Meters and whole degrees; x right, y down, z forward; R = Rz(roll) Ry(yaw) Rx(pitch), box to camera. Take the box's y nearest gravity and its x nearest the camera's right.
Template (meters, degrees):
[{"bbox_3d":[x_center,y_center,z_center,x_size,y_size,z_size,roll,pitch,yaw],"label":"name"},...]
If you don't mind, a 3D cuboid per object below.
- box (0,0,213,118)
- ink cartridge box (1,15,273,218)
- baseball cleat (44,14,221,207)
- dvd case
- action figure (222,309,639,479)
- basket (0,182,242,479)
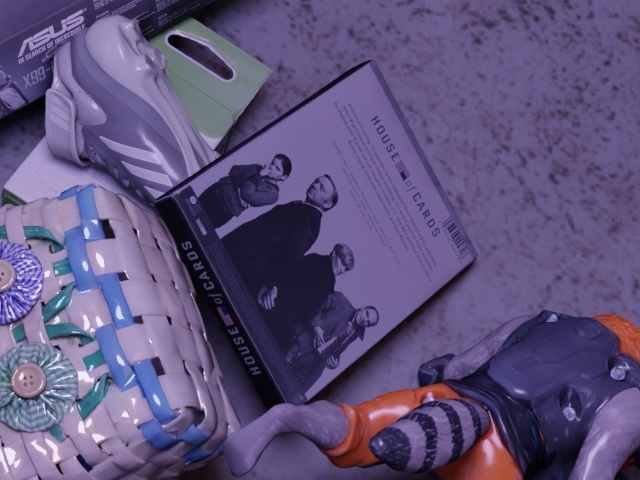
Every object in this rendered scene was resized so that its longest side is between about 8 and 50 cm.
[{"bbox_3d":[-0.227,-0.232,1.402,0.307,0.076,0.242,-32,56,-22],"label":"box"},{"bbox_3d":[-0.139,-0.073,1.388,0.109,0.062,0.209,33,64,5],"label":"ink cartridge box"},{"bbox_3d":[-0.130,-0.059,1.317,0.109,0.072,0.205,-24,93,20],"label":"baseball cleat"},{"bbox_3d":[0.004,-0.006,1.325,0.239,0.030,0.179,-37,104,-42],"label":"dvd case"},{"bbox_3d":[0.155,0.152,1.203,0.341,0.178,0.330,33,41,31],"label":"action figure"},{"bbox_3d":[-0.221,0.098,1.233,0.289,0.201,0.254,-28,69,15],"label":"basket"}]
